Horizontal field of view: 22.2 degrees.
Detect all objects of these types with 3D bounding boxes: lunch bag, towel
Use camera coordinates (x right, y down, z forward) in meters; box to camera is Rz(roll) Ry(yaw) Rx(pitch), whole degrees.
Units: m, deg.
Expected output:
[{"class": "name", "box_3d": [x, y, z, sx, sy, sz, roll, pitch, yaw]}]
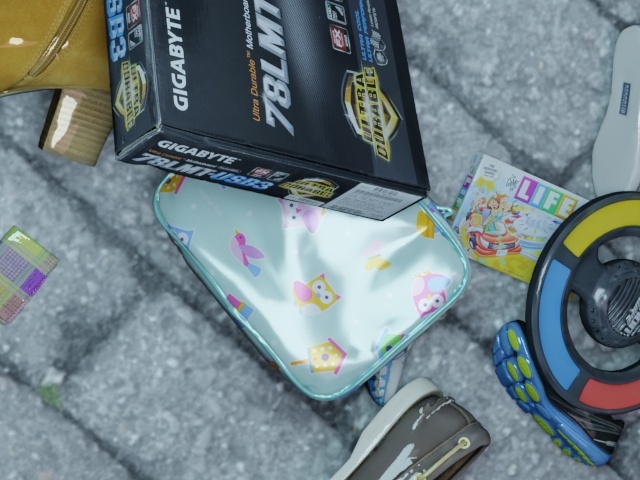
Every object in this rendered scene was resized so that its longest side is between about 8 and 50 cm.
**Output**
[{"class": "lunch bag", "box_3d": [0.000, 0.000, 1.538, 0.224, 0.108, 0.279, -40, 87, -5]}, {"class": "towel", "box_3d": [-0.297, 0.034, 1.558, 0.060, 0.009, 0.083, 40, 89, -17]}]

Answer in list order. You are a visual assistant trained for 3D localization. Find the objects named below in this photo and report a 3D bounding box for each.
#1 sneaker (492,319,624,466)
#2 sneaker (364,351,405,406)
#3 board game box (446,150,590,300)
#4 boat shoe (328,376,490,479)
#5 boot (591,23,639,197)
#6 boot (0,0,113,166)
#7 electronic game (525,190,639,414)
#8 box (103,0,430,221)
[{"class": "sneaker", "box_3d": [0.248, 0.151, 1.696, 0.188, 0.067, 0.078, 49, 66, -16]}, {"class": "sneaker", "box_3d": [0.087, 0.074, 1.633, 0.083, 0.071, 0.190, 2, 101, -20]}, {"class": "board game box", "box_3d": [0.207, -0.014, 1.664, 0.154, 0.026, 0.103, 22, 95, -17]}, {"class": "boat shoe", "box_3d": [0.038, 0.289, 1.627, 0.097, 0.116, 0.324, 38, 86, 24]}, {"class": "boot", "box_3d": [0.336, -0.125, 1.657, 0.086, 0.069, 0.190, -4, 114, -32]}, {"class": "boot", "box_3d": [-0.284, -0.203, 1.396, 0.295, 0.104, 0.211, 18, 91, -22]}, {"class": "electronic game", "box_3d": [0.303, 0.064, 1.645, 0.229, 0.048, 0.229, -5, 101, -28]}, {"class": "box", "box_3d": [-0.051, -0.182, 1.413, 0.293, 0.073, 0.295, 14, 59, -40]}]
